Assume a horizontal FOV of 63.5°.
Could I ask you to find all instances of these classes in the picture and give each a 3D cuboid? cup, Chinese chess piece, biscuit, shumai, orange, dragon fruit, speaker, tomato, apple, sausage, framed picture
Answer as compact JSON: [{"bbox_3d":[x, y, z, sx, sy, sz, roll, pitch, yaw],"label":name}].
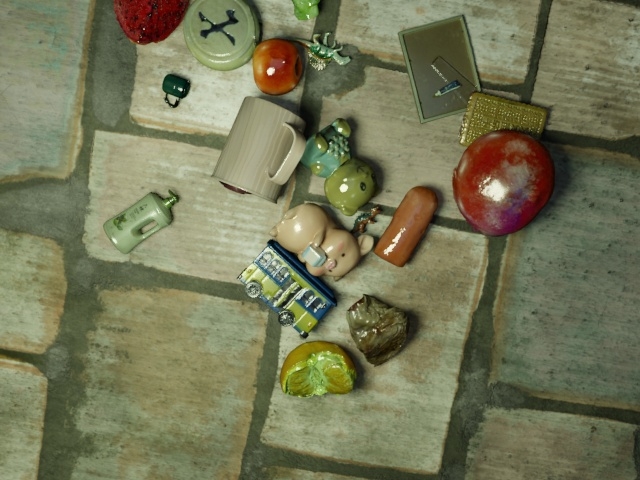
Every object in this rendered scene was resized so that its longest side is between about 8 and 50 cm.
[{"bbox_3d":[-0.174,-0.257,1.497,0.208,0.288,0.273,22,91,-12],"label":"cup"},{"bbox_3d":[-0.292,-0.629,1.552,0.237,0.092,0.238,0,94,-2],"label":"Chinese chess piece"},{"bbox_3d":[0.570,-0.357,1.622,0.254,0.029,0.172,12,102,-4],"label":"biscuit"},{"bbox_3d":[0.179,0.262,1.638,0.184,0.218,0.185,-23,57,-3],"label":"shumai"},{"bbox_3d":[-0.010,0.395,1.610,0.237,0.158,0.179,-9,134,0],"label":"orange"},{"bbox_3d":[-0.497,-0.737,1.521,0.205,0.152,0.317,32,103,16],"label":"dragon fruit"},{"bbox_3d":[-0.446,-0.453,1.578,0.075,0.060,0.094,19,95,-2],"label":"speaker"},{"bbox_3d":[0.552,-0.165,1.563,0.289,0.176,0.335,31,104,-2],"label":"tomato"},{"bbox_3d":[-0.126,-0.514,1.534,0.139,0.163,0.163,-2,95,6],"label":"apple"},{"bbox_3d":[0.273,-0.047,1.613,0.113,0.113,0.259,30,95,-4],"label":"sausage"},{"bbox_3d":[0.379,-0.533,1.616,0.211,0.020,0.290,-16,95,0],"label":"framed picture"}]

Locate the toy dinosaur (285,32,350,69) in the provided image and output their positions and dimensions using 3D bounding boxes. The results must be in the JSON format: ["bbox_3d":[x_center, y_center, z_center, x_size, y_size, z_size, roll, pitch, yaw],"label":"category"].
[{"bbox_3d":[-0.006,-0.579,1.593,0.187,0.044,0.106,-9,111,-2],"label":"toy dinosaur"}]

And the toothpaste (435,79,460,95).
[{"bbox_3d":[0.393,-0.470,1.605,0.083,0.019,0.027,-29,79,-3],"label":"toothpaste"}]

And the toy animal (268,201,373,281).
[{"bbox_3d":[0.002,0.003,1.555,0.256,0.213,0.195,47,115,1],"label":"toy animal"}]

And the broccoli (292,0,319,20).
[{"bbox_3d":[-0.085,-0.772,1.496,0.254,0.269,0.269,-20,95,10],"label":"broccoli"}]

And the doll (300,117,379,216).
[{"bbox_3d":[0.060,-0.210,1.563,0.261,0.161,0.177,52,53,-4],"label":"doll"}]

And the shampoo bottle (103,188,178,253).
[{"bbox_3d":[-0.540,-0.069,1.596,0.234,0.087,0.118,-34,93,1],"label":"shampoo bottle"}]

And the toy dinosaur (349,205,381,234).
[{"bbox_3d":[0.131,-0.055,1.636,0.154,0.049,0.055,-38,86,10],"label":"toy dinosaur"}]

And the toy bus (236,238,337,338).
[{"bbox_3d":[-0.101,0.149,1.604,0.287,0.138,0.175,42,94,-4],"label":"toy bus"}]
